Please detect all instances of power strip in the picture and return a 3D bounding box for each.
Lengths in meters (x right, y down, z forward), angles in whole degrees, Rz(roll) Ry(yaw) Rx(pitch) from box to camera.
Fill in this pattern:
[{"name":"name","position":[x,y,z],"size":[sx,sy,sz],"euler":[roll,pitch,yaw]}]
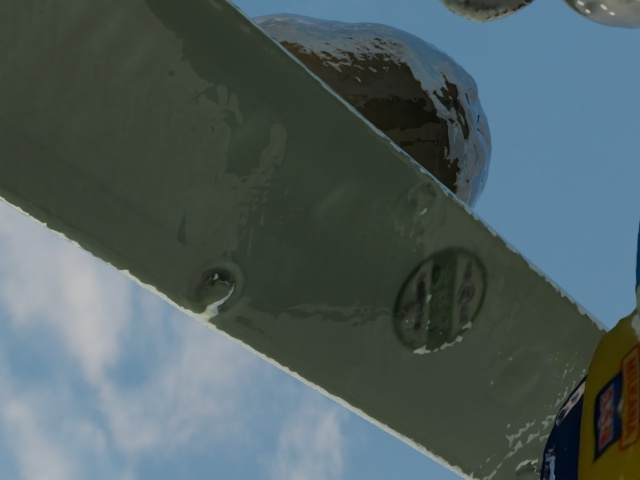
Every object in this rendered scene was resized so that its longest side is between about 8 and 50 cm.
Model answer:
[{"name":"power strip","position":[0.000,0.000,0.478],"size":[0.091,0.062,0.385],"euler":[-52,-49,3]}]

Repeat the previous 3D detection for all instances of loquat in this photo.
[{"name":"loquat","position":[-0.004,-0.051,0.790],"size":[0.227,0.179,0.179],"euler":[1,-83,-11]}]

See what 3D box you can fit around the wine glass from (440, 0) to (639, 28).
[{"name":"wine glass","position":[0.160,-0.152,0.618],"size":[0.231,0.103,0.103],"euler":[-6,-81,-39]}]

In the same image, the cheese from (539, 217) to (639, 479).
[{"name":"cheese","position":[0.122,0.008,0.355],"size":[0.069,0.177,0.270],"euler":[21,-49,-3]}]
